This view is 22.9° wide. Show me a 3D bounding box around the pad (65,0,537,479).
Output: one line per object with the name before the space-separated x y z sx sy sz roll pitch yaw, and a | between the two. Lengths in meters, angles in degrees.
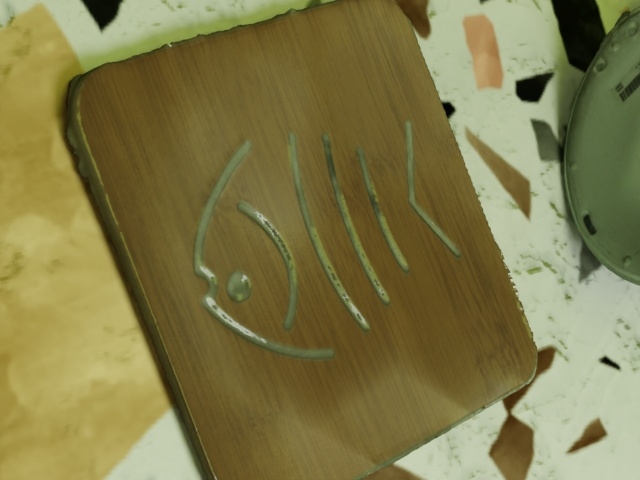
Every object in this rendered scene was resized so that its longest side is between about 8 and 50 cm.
pad | 0.000 0.000 0.976 0.284 0.018 0.286 -22 90 -40

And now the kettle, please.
kettle | 0.342 -0.063 1.173 0.318 0.265 0.205 7 104 -36
